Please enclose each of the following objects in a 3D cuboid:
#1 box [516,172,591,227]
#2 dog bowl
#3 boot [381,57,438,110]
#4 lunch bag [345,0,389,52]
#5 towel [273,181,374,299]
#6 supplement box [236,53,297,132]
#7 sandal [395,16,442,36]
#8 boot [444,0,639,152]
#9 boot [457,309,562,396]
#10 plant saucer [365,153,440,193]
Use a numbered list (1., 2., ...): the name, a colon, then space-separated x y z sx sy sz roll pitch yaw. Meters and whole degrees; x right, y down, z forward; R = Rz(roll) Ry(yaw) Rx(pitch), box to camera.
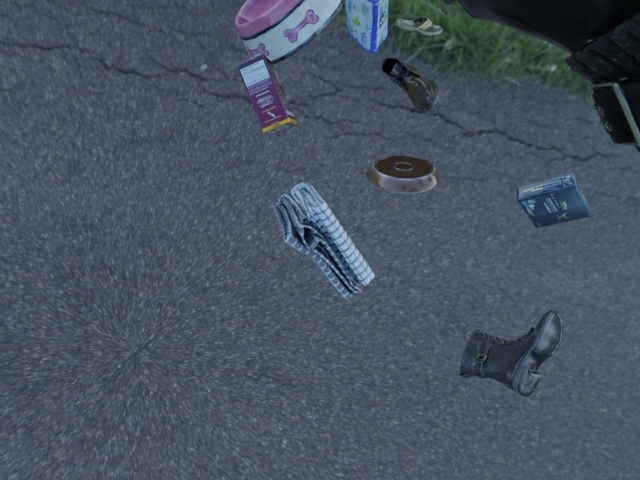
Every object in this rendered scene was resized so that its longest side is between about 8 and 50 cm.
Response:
1. box: 0.787 -0.129 1.768 0.233 0.184 0.059 34 50 -47
2. dog bowl: -0.119 -0.789 1.786 0.150 0.408 0.407 45 65 -36
3. boot: 0.221 -0.398 1.331 0.106 0.082 0.219 19 29 -22
4. lunch bag: 0.111 -0.532 1.225 0.097 0.128 0.151 -7 48 -1
5. towel: 0.000 0.000 1.269 0.121 0.283 0.235 -36 112 2
6. supplement box: -0.142 -0.387 1.406 0.081 0.104 0.188 -21 95 10
7. sandal: 0.346 -0.747 1.813 0.180 0.049 0.072 5 45 -18
8. boot: 0.220 -0.143 0.377 0.131 0.348 0.260 -42 106 18
9. boot: 0.500 0.280 1.419 0.091 0.229 0.262 39 77 -28
10. plant saucer: 0.185 -0.155 1.176 0.169 0.168 0.029 -16 126 -22
